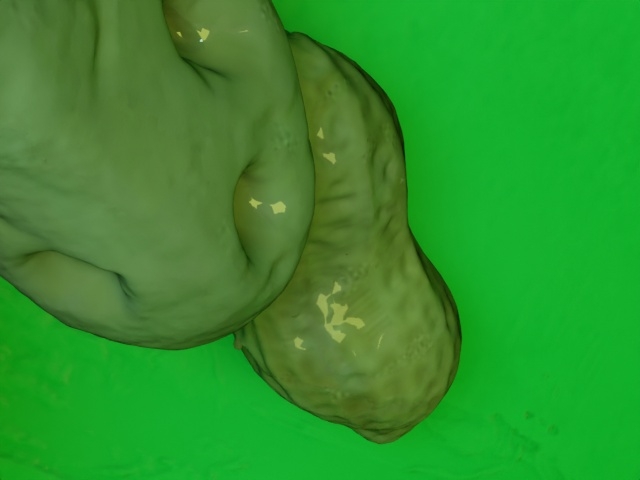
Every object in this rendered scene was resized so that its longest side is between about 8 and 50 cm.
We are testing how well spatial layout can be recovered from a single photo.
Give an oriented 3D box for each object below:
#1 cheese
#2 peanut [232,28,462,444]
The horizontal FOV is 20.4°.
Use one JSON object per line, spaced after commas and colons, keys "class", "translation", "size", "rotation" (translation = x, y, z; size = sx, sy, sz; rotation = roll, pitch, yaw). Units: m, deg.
{"class": "cheese", "translation": [-0.097, -0.144, 0.847], "size": [0.351, 0.130, 0.328], "rotation": [45, 49, -52]}
{"class": "peanut", "translation": [0.000, 0.000, 1.058], "size": [0.149, 0.149, 0.313], "rotation": [-31, 122, -13]}
